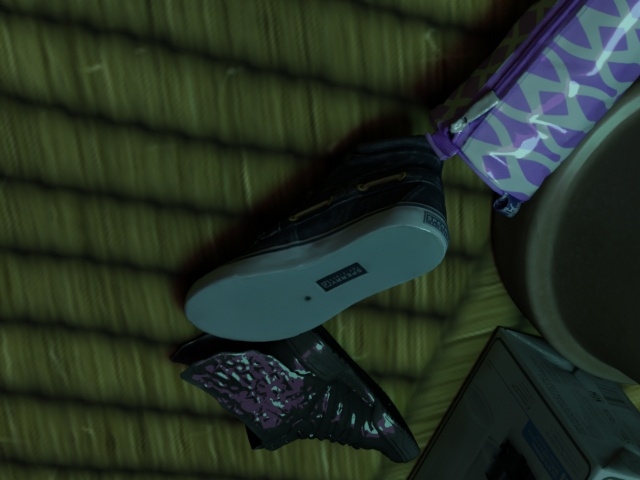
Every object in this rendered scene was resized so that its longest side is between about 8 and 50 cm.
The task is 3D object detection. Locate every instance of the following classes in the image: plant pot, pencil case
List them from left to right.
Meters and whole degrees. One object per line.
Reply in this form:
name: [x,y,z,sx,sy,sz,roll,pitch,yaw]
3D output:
pencil case: [0.148,-0.118,1.120,0.088,0.086,0.206,25,109,-47]
plant pot: [0.267,0.021,1.172,0.263,0.229,0.263,-10,125,-14]

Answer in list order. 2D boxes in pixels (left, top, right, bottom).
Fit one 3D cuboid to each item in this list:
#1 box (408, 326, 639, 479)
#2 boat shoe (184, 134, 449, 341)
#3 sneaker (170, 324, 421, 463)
box: [0.119,0.227,1.285,0.087,0.169,0.290,16,115,-29]
boat shoe: [0.000,0.000,1.159,0.183,0.083,0.065,-20,132,26]
sneaker: [-0.013,0.108,1.230,0.089,0.051,0.170,-38,123,5]
